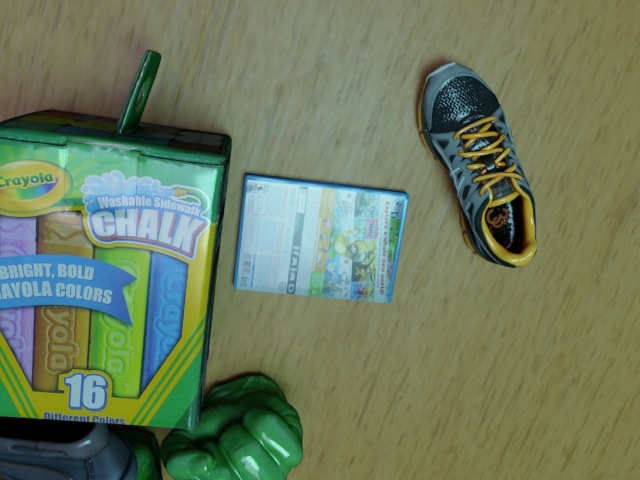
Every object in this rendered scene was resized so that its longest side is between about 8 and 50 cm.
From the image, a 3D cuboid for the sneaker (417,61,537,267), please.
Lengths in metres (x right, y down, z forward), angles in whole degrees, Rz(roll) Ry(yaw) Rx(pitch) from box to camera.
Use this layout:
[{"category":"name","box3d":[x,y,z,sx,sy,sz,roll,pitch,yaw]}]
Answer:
[{"category":"sneaker","box3d":[0.161,-0.069,0.620,0.084,0.083,0.215,-25,105,2]}]

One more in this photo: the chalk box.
[{"category":"chalk box","box3d":[-0.174,-0.016,0.548,0.179,0.180,0.289,6,103,-8]}]

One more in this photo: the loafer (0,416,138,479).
[{"category":"loafer","box3d":[-0.302,0.145,0.573,0.302,0.109,0.095,16,133,14]}]

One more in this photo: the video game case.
[{"category":"video game case","box3d":[0.000,0.000,0.655,0.166,0.015,0.119,6,104,-8]}]

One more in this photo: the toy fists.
[{"category":"toy fists","box3d":[-0.149,0.231,0.629,0.279,0.142,0.096,-21,117,-1]}]
